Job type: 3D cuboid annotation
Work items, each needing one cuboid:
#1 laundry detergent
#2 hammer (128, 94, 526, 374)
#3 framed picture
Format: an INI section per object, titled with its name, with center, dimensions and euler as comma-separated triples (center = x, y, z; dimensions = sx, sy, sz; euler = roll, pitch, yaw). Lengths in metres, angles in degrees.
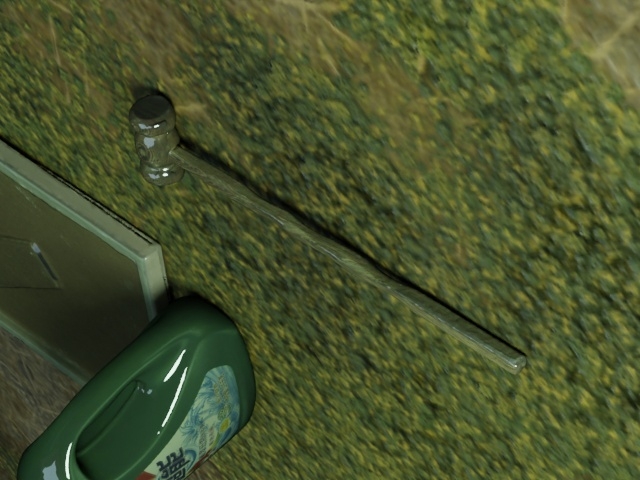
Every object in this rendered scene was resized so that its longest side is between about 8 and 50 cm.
[laundry detergent]
center = -0.143, 0.141, 1.287
dimensions = 0.078, 0.221, 0.144
euler = 35, 149, 28
[hammer]
center = 0.000, 0.000, 1.116
dimensions = 0.292, 0.029, 0.058
euler = 31, 150, 28
[framed picture]
center = -0.227, 0.009, 1.463
dimensions = 0.335, 0.022, 0.247
euler = 33, 149, 29
